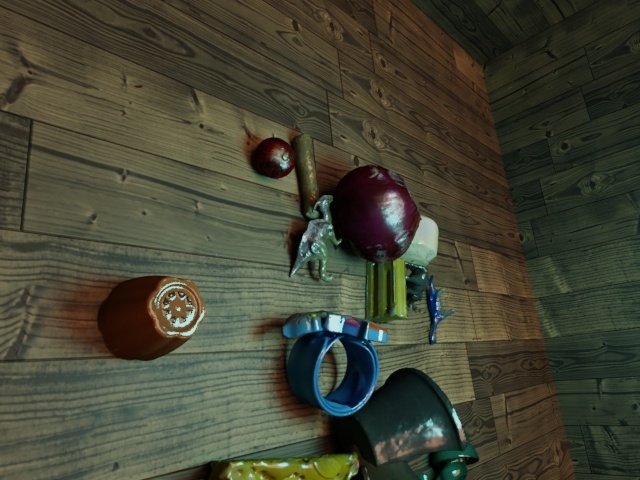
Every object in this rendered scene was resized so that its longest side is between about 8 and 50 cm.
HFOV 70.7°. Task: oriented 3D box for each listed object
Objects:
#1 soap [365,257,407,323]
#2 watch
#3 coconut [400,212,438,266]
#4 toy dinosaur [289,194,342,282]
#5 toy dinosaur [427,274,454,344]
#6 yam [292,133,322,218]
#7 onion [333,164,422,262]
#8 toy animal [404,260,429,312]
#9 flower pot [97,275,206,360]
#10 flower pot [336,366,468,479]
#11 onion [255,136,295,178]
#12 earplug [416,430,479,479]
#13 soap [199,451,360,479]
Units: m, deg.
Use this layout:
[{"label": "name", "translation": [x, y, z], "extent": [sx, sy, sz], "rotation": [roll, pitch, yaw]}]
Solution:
[{"label": "soap", "translation": [0.233, 0.175, 1.602], "extent": [0.076, 0.135, 0.233], "rotation": [28, 55, -37]}, {"label": "watch", "translation": [0.018, 0.335, 1.247], "extent": [0.305, 0.241, 0.274], "rotation": [12, 83, -34]}, {"label": "coconut", "translation": [0.348, -0.014, 1.750], "extent": [0.224, 0.224, 0.233], "rotation": [19, 67, -42]}, {"label": "toy dinosaur", "translation": [-0.005, -0.001, 1.438], "extent": [0.162, 0.077, 0.294], "rotation": [37, 58, -42]}, {"label": "toy dinosaur", "translation": [0.466, 0.281, 1.868], "extent": [0.188, 0.075, 0.247], "rotation": [-31, 104, -41]}, {"label": "yam", "translation": [-0.042, -0.214, 1.513], "extent": [0.066, 0.066, 0.299], "rotation": [3, 72, -47]}, {"label": "onion", "translation": [0.187, -0.096, 1.507], "extent": [0.260, 0.282, 0.336], "rotation": [31, 47, -73]}, {"label": "toy animal", "translation": [0.337, 0.183, 1.718], "extent": [0.082, 0.137, 0.269], "rotation": [-79, 172, -46]}, {"label": "flower pot", "translation": [-0.343, 0.157, 0.953], "extent": [0.191, 0.173, 0.190], "rotation": [18, 64, -41]}, {"label": "flower pot", "translation": [0.198, 0.576, 1.301], "extent": [0.251, 0.379, 0.379], "rotation": [-7, 79, -26]}, {"label": "onion", "translation": [-0.138, -0.251, 1.385], "extent": [0.131, 0.131, 0.131], "rotation": [21, 60, -41]}, {"label": "earplug", "translation": [0.435, 0.778, 1.598], "extent": [0.258, 0.163, 0.280], "rotation": [10, 48, -6]}, {"label": "soap", "translation": [-0.081, 0.540, 1.088], "extent": [0.338, 0.169, 0.304], "rotation": [57, 42, -16]}]
